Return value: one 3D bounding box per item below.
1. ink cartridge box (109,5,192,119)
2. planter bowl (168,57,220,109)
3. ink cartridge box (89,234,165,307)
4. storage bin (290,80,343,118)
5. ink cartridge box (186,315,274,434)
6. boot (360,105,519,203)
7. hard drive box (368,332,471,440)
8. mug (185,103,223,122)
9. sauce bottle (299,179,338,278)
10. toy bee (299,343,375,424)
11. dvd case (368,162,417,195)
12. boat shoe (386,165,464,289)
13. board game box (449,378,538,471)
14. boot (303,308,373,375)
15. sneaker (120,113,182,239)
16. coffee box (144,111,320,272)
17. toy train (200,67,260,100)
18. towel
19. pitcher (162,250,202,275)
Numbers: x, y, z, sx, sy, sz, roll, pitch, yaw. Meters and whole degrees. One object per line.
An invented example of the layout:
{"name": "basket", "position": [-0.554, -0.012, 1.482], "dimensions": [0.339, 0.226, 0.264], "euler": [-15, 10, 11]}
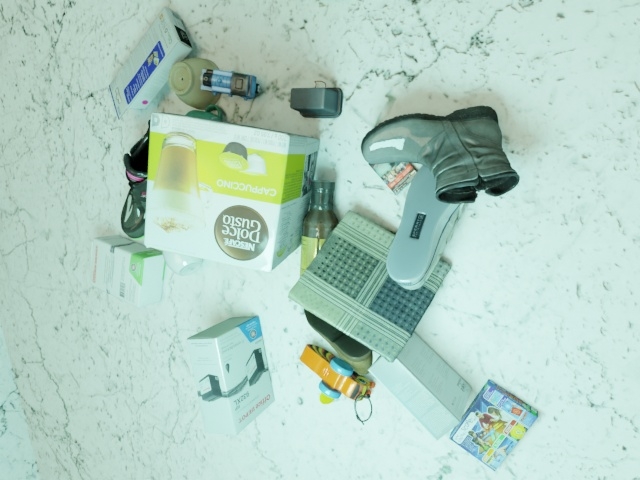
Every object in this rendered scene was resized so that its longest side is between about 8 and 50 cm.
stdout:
{"name": "ink cartridge box", "position": [-0.582, -0.582, 1.414], "dimensions": [0.371, 0.069, 0.175], "euler": [-36, 65, 25]}
{"name": "planter bowl", "position": [-0.411, -0.506, 1.339], "dimensions": [0.162, 0.109, 0.161], "euler": [5, 101, 26]}
{"name": "ink cartridge box", "position": [-0.735, 0.112, 1.595], "dimensions": [0.273, 0.115, 0.198], "euler": [18, 105, 23]}
{"name": "storage bin", "position": [-0.016, -0.396, 1.167], "dimensions": [0.135, 0.091, 0.098], "euler": [9, 102, 25]}
{"name": "ink cartridge box", "position": [-0.282, 0.426, 1.355], "dimensions": [0.129, 0.223, 0.307], "euler": [-8, 94, 27]}
{"name": "boot", "position": [0.258, -0.184, 0.965], "dimensions": [0.339, 0.118, 0.222], "euler": [-10, 57, 18]}
{"name": "hard drive box", "position": [0.263, 0.362, 1.095], "dimensions": [0.232, 0.181, 0.089], "euler": [45, 116, 15]}
{"name": "mug", "position": [-0.361, -0.353, 1.325], "dimensions": [0.098, 0.129, 0.157], "euler": [15, 105, 21]}
{"name": "sauce bottle", "position": [0.000, 0.000, 1.210], "dimensions": [0.112, 0.111, 0.344], "euler": [9, 100, 25]}
{"name": "toy bee", "position": [0.073, 0.420, 1.230], "dimensions": [0.195, 0.162, 0.298], "euler": [-47, 48, 19]}
{"name": "dvd case", "position": [0.197, -0.195, 1.134], "dimensions": [0.087, 0.013, 0.119], "euler": [-45, 79, 25]}
{"name": "boat shoe", "position": [0.284, -0.041, 1.052], "dimensions": [0.136, 0.156, 0.366], "euler": [15, 76, 29]}
{"name": "board game box", "position": [0.450, 0.485, 1.101], "dimensions": [0.136, 0.035, 0.201], "euler": [32, 111, 19]}
{"name": "boot", "position": [0.044, 0.264, 1.197], "dimensions": [0.305, 0.112, 0.115], "euler": [44, 156, 48]}
{"name": "sneaker", "position": [-0.596, -0.217, 1.424], "dimensions": [0.185, 0.202, 0.482], "euler": [37, 112, 18]}
{"name": "coffee box", "position": [-0.220, -0.139, 1.129], "dimensions": [0.338, 0.338, 0.334], "euler": [12, 104, 8]}
{"name": "toy train", "position": [-0.275, -0.472, 1.258], "dimensions": [0.184, 0.105, 0.080], "euler": [10, 104, 1]}
{"name": "towel", "position": [0.125, 0.106, 1.094], "dimensions": [0.324, 0.056, 0.312], "euler": [32, 70, 14]}
{"name": "pitcher", "position": [-0.472, 0.000, 1.453], "dimensions": [0.178, 0.125, 0.207], "euler": [-35, 70, 11]}
